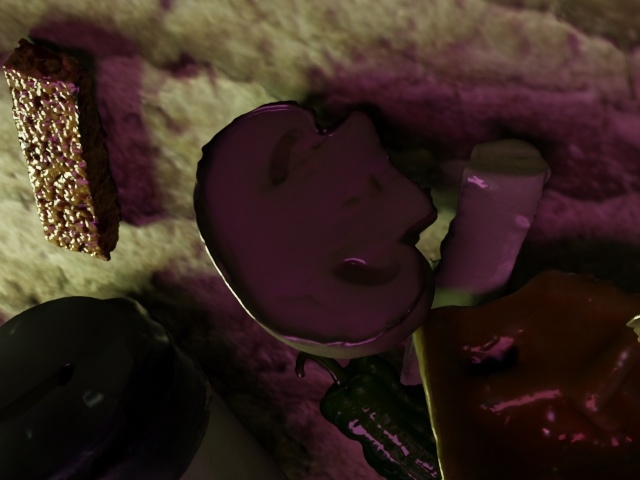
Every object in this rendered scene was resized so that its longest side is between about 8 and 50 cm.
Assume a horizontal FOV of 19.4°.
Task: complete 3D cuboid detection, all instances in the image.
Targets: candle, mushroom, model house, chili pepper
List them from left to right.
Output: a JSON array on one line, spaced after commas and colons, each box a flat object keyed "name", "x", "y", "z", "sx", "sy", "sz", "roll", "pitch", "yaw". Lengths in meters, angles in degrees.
[{"name": "candle", "x": -0.143, "y": 0.218, "z": 1.540, "sx": 0.221, "sy": 0.221, "sz": 0.342, "roll": -4, "pitch": 137, "yaw": 36}, {"name": "mushroom", "x": 0.000, "y": 0.000, "z": 1.255, "sx": 0.188, "sy": 0.141, "sz": 0.117, "roll": 54, "pitch": 172, "yaw": 18}, {"name": "chili pepper", "x": 0.084, "y": 0.171, "z": 1.453, "sx": 0.257, "sy": 0.074, "sz": 0.100, "roll": 49, "pitch": -176, "yaw": -23}, {"name": "model house", "x": 0.207, "y": 0.145, "z": 1.233, "sx": 0.239, "sy": 0.173, "sz": 0.268, "roll": -20, "pitch": 111, "yaw": 20}]

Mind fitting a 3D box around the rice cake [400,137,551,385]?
[{"name": "rice cake", "x": 0.100, "y": 0.022, "z": 1.278, "sx": 0.057, "sy": 0.052, "sz": 0.256, "roll": -5, "pitch": 145, "yaw": -13}]

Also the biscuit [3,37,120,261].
[{"name": "biscuit", "x": -0.187, "y": -0.064, "z": 1.376, "sx": 0.064, "sy": 0.034, "sz": 0.199, "roll": 16, "pitch": 142, "yaw": 15}]

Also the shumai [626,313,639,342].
[{"name": "shumai", "x": 0.281, "y": 0.032, "z": 1.104, "sx": 0.161, "sy": 0.153, "sz": 0.209, "roll": 35, "pitch": 147, "yaw": 1}]
